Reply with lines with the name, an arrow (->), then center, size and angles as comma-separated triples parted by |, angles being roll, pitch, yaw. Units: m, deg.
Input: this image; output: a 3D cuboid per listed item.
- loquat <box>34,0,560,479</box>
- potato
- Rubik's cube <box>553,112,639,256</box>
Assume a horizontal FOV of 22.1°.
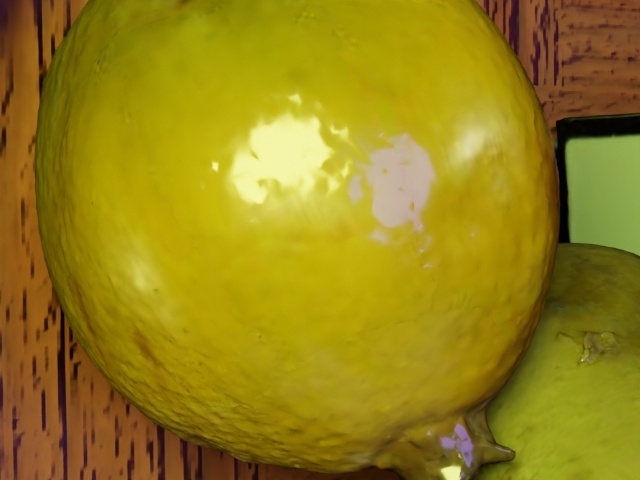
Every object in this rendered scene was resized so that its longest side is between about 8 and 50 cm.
loquat -> 0.000, 0.000, 0.632 | 0.213, 0.213, 0.246 | -21, 78, -36
potato -> 0.136, 0.125, 0.683 | 0.173, 0.307, 0.210 | -34, 130, 13
Rubik's cube -> 0.309, 0.063, 0.839 | 0.283, 0.293, 0.288 | -6, 96, -35
